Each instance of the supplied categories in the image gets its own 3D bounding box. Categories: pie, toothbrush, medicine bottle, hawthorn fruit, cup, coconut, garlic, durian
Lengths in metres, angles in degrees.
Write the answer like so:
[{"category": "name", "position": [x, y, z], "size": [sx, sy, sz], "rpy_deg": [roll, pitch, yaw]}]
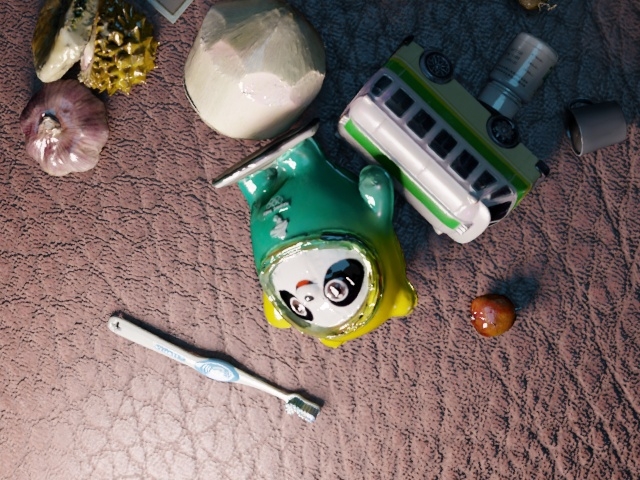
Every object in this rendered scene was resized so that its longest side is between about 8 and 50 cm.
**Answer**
[{"category": "pie", "position": [-0.408, -0.350, 1.623], "size": [0.052, 0.185, 0.218], "rpy_deg": [17, 67, -31]}, {"category": "toothbrush", "position": [-0.178, 0.209, 1.697], "size": [0.386, 0.040, 0.040], "rpy_deg": [25, 93, 5]}, {"category": "medicine bottle", "position": [0.312, -0.259, 1.625], "size": [0.080, 0.080, 0.130], "rpy_deg": [35, 94, 1]}, {"category": "hawthorn fruit", "position": [0.279, 0.119, 1.649], "size": [0.077, 0.077, 0.077], "rpy_deg": [0, 92, 3]}, {"category": "cup", "position": [0.435, -0.191, 1.631], "size": [0.077, 0.078, 0.100], "rpy_deg": [-16, 61, -2]}, {"category": "coconut", "position": [-0.094, -0.272, 1.561], "size": [0.224, 0.224, 0.234], "rpy_deg": [51, 131, 0]}, {"category": "garlic", "position": [-0.416, -0.183, 1.654], "size": [0.147, 0.102, 0.159], "rpy_deg": [7, 93, 1]}, {"category": "durian", "position": [-0.334, -0.350, 1.642], "size": [0.140, 0.078, 0.224], "rpy_deg": [-11, 82, -12]}]

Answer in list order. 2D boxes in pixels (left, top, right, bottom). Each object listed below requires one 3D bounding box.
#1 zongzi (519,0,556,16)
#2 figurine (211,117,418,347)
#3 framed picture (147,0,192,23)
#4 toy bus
[{"category": "zongzi", "position": [0.275, -0.443, 1.627], "size": [0.184, 0.084, 0.187], "rpy_deg": [-8, 96, 17]}, {"category": "figurine", "position": [0.000, 0.000, 1.593], "size": [0.323, 0.231, 0.340], "rpy_deg": [-25, 100, 31]}, {"category": "framed picture", "position": [-0.235, -0.471, 1.679], "size": [0.142, 0.011, 0.183], "rpy_deg": [41, 93, 1]}, {"category": "toy bus", "position": [0.181, -0.141, 1.569], "size": [0.305, 0.143, 0.179], "rpy_deg": [44, 56, -1]}]
